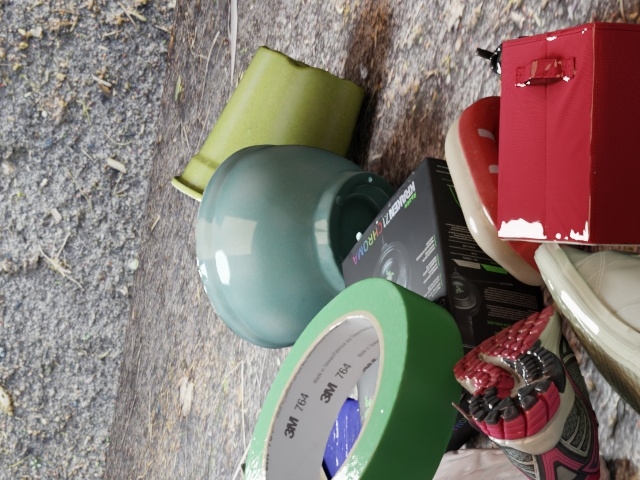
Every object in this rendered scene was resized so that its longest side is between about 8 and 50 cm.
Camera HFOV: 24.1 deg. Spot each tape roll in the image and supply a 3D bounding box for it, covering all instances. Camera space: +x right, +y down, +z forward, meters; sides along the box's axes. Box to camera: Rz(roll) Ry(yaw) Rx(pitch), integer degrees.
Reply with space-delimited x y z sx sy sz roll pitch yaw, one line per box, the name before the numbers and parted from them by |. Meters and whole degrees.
tape roll | 0.030 0.199 1.633 0.321 0.077 0.321 -48 26 34

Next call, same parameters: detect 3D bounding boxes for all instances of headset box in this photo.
headset box | 0.143 0.091 1.788 0.246 0.131 0.283 127 145 -48

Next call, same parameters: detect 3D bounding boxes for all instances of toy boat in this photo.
toy boat | 0.236 -0.074 1.656 0.151 0.151 0.231 -35 41 22

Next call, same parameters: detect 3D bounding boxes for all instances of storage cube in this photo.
storage cube | 0.288 -0.092 1.381 0.183 0.214 0.193 -176 88 -69

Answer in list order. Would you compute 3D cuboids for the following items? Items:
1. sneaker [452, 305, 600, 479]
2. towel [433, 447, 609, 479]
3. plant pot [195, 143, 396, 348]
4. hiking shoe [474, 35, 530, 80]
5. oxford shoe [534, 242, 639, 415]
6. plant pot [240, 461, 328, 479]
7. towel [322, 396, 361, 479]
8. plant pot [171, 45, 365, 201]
sneaker | 0.202 0.154 1.445 0.120 0.112 0.299 -33 10 14
towel | 0.114 0.323 1.608 0.053 0.317 0.332 59 159 -6
plant pot | 0.000 0.000 2.081 0.196 0.293 0.293 -7 74 41
hiking shoe | 0.251 -0.177 1.644 0.227 0.114 0.086 -150 70 -69
oxford shoe | 0.315 0.083 1.368 0.130 0.169 0.449 -37 16 0
plant pot | -0.046 0.367 2.064 0.109 0.109 0.096 -118 24 -52
towel | 0.072 0.322 2.003 0.308 0.076 0.228 163 107 -68
plant pot | -0.057 -0.154 2.325 0.254 0.276 0.276 -67 21 5
